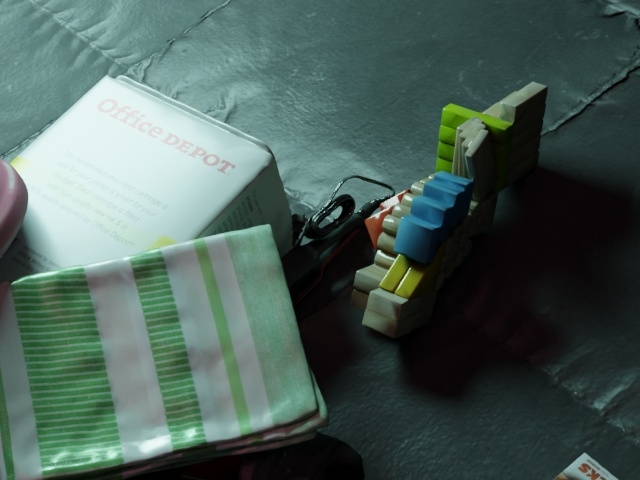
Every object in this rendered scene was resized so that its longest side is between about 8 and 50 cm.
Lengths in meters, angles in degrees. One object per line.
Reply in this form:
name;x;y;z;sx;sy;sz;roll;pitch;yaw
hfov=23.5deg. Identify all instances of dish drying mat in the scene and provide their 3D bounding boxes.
dish drying mat;-0.107;0.238;1.619;0.083;0.008;0.032;-27;48;-10

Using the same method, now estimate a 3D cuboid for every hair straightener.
hair straightener;0.000;0.000;1.747;0.230;0.089;0.047;-40;51;-21

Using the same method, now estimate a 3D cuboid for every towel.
towel;-0.176;0.118;1.539;0.325;0.038;0.248;-12;63;-11

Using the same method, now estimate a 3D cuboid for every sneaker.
sneaker;-0.044;0.297;1.494;0.130;0.109;0.286;14;56;16

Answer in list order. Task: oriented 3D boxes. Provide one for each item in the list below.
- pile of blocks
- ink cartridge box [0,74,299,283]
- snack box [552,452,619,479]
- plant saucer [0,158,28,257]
pile of blocks;0.125;-0.054;1.726;0.113;0.149;0.362;20;57;27
ink cartridge box;-0.252;0.025;1.734;0.279;0.160;0.384;28;62;32
snack box;0.297;0.280;1.480;0.064;0.022;0.178;-36;51;-20
plant saucer;-0.471;0.006;1.633;0.332;0.084;0.332;-24;29;14
